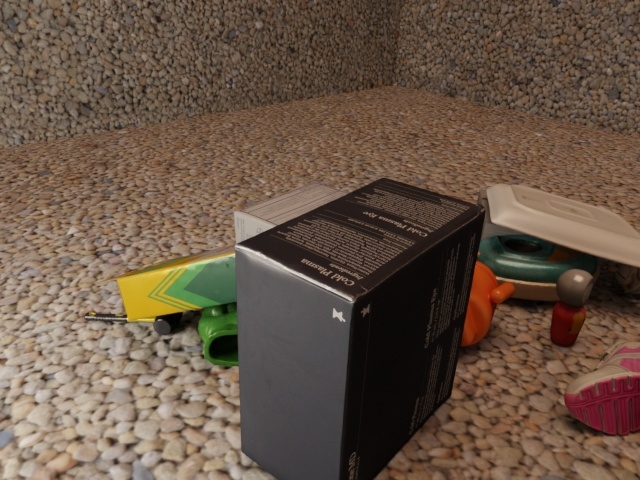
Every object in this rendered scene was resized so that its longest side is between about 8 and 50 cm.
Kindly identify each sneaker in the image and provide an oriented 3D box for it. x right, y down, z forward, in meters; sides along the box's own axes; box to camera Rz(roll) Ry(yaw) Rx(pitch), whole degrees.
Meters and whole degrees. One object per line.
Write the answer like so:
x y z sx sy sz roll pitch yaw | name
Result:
0.484 0.223 0.883 0.253 0.102 0.111 -7 17 -16 | sneaker

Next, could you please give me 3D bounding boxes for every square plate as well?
0.548 -0.048 1.239 0.344 0.049 0.347 18 20 9 | square plate

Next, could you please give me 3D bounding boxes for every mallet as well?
-0.361 0.153 1.060 0.190 0.039 0.062 -2 23 3 | mallet

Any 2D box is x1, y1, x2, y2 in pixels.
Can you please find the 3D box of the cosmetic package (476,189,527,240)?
0.456 -0.037 1.395 0.127 0.107 0.238 8 24 6 | cosmetic package

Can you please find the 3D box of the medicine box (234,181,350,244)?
0.000 0.000 1.249 0.289 0.149 0.264 23 34 36 | medicine box

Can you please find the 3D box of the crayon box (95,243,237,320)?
-0.209 0.065 1.013 0.323 0.083 0.203 -12 6 24 | crayon box

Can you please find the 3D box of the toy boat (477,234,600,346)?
0.459 0.067 1.130 0.268 0.148 0.318 1 26 0 | toy boat

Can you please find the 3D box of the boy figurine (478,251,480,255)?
0.185 0.040 1.048 0.177 0.092 0.285 -24 -9 -43 | boy figurine

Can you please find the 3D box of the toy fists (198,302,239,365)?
-0.079 0.145 1.012 0.280 0.096 0.142 -3 22 -6 | toy fists

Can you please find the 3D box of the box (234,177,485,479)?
0.056 0.127 0.772 0.179 0.342 0.313 21 32 33 | box

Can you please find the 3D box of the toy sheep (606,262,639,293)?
0.676 0.075 1.194 0.132 0.091 0.091 17 25 -9 | toy sheep

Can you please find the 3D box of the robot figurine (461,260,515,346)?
0.268 0.114 1.052 0.128 0.158 0.219 36 34 6 | robot figurine
